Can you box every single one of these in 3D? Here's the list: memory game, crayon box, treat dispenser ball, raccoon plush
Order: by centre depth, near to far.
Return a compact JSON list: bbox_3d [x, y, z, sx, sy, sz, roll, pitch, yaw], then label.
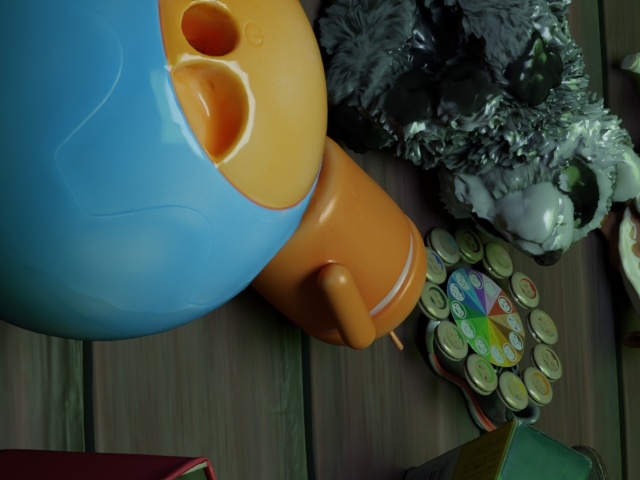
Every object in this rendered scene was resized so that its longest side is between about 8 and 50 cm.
[{"bbox_3d":[-0.138,-0.081,1.236,0.288,0.288,0.288,5,84,-51],"label":"treat dispenser ball"},{"bbox_3d":[0.093,0.316,1.566,0.081,0.202,0.318,30,62,-13],"label":"crayon box"},{"bbox_3d":[0.171,-0.202,1.714,0.299,0.216,0.446,29,65,-55],"label":"raccoon plush"},{"bbox_3d":[0.151,0.067,1.746,0.186,0.012,0.186,30,41,-30],"label":"memory game"}]

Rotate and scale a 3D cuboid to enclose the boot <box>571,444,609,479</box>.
[{"bbox_3d":[0.207,0.285,1.808,0.106,0.082,0.219,31,66,-49],"label":"boot"}]

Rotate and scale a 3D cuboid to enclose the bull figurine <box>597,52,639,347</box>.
[{"bbox_3d":[0.342,-0.038,1.981,0.188,0.101,0.310,46,54,-37],"label":"bull figurine"}]

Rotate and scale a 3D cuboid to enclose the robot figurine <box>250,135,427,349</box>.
[{"bbox_3d":[0.000,0.002,1.532,0.219,0.158,0.128,43,73,-41],"label":"robot figurine"}]

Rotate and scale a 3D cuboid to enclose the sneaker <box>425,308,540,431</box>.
[{"bbox_3d":[0.151,0.111,1.761,0.158,0.065,0.061,52,51,-36],"label":"sneaker"}]

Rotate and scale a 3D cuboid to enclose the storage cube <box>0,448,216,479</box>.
[{"bbox_3d":[-0.175,0.252,1.246,0.215,0.193,0.183,-32,113,-46],"label":"storage cube"}]
